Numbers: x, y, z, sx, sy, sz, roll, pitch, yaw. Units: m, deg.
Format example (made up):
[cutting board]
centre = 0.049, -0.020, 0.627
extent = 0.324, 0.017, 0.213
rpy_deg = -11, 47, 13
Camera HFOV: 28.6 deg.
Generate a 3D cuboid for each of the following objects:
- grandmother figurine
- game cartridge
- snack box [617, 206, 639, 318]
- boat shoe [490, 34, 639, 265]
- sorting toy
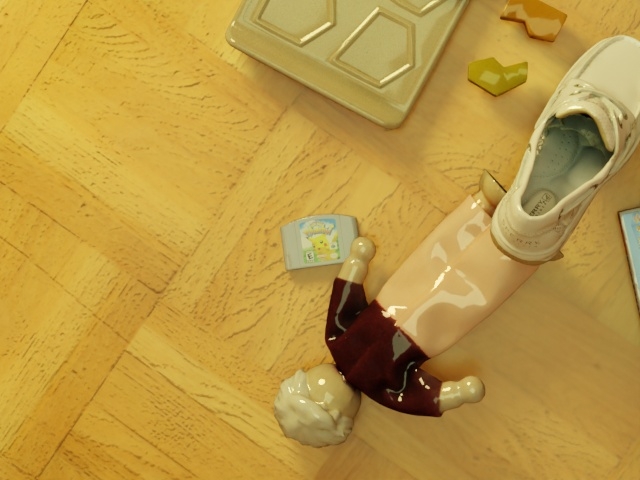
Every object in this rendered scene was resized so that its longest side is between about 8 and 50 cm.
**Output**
[grandmother figurine]
centre = 0.089, 0.093, 1.298
extent = 0.342, 0.104, 0.207
rpy_deg = -42, 62, 9
[game cartridge]
centre = 0.000, 0.000, 1.340
extent = 0.083, 0.017, 0.056
rpy_deg = -8, 88, 7
[snack box]
centre = 0.357, 0.050, 1.297
extent = 0.064, 0.022, 0.178
rpy_deg = -12, 91, 8
[boat shoe]
centre = 0.259, -0.103, 1.219
extent = 0.098, 0.096, 0.277
rpy_deg = 27, 67, 9
[sorting toy]
centre = 0.083, -0.236, 1.312
extent = 0.307, 0.041, 0.229
rpy_deg = 29, 91, 4
